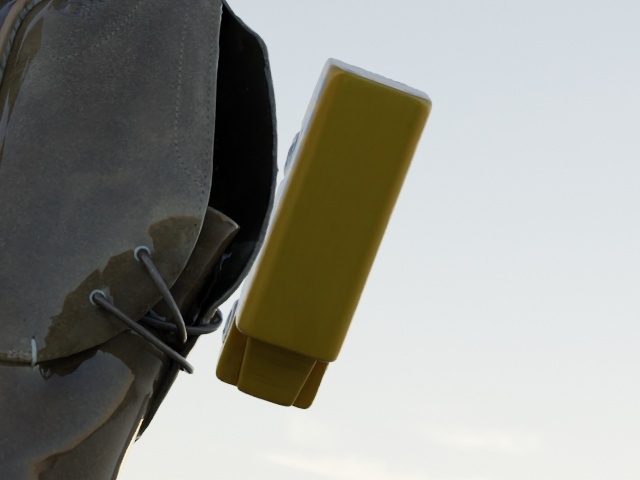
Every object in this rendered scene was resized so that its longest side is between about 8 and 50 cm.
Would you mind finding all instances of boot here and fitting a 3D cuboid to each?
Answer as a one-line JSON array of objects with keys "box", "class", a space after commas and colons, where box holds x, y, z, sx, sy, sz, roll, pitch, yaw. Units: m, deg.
[{"box": [-0.087, 0.031, 0.716, 0.115, 0.305, 0.112, -7, -29, 24], "class": "boot"}]

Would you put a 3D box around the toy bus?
[{"box": [0.000, 0.000, 1.861, 0.108, 0.332, 0.130, 19, 10, -6], "class": "toy bus"}]
